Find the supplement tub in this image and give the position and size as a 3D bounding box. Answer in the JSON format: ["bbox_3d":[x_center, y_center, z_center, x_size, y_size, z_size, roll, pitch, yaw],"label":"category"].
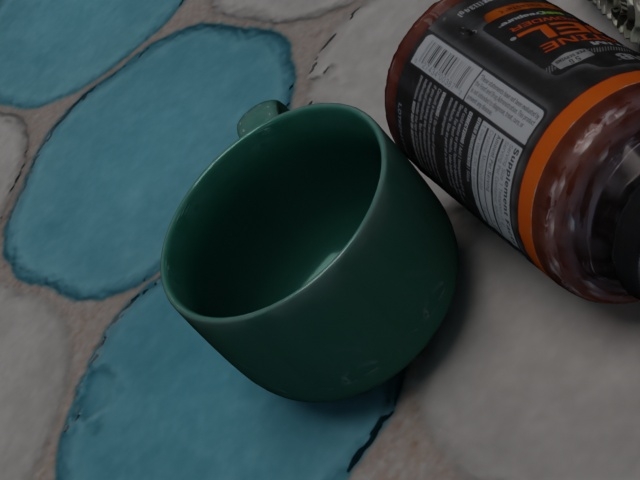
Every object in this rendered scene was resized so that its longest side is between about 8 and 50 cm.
[{"bbox_3d":[0.117,-0.040,0.719,0.106,0.106,0.198,-43,38,-2],"label":"supplement tub"}]

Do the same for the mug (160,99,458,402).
[{"bbox_3d":[0.006,0.003,0.780,0.129,0.097,0.157,-7,49,38],"label":"mug"}]

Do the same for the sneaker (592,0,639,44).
[{"bbox_3d":[0.201,-0.168,0.786,0.146,0.102,0.293,-6,27,0],"label":"sneaker"}]
